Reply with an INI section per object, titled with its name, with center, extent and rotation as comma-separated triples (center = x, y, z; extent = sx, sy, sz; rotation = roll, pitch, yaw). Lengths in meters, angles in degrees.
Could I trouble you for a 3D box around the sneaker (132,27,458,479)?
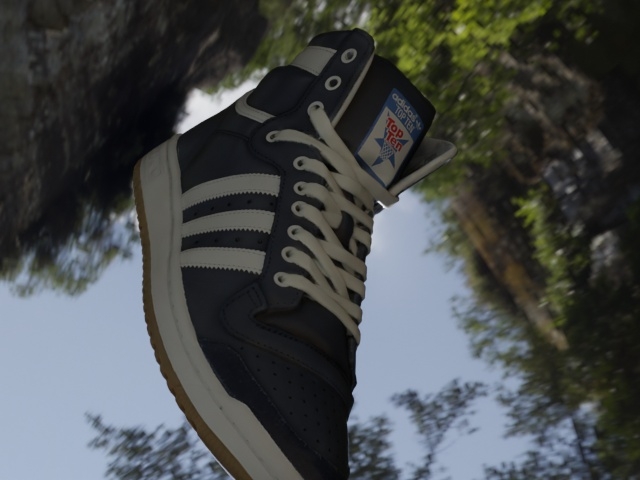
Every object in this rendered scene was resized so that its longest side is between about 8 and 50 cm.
[sneaker]
center = 0.000, 0.000, 0.704
extent = 0.153, 0.282, 0.099
rotation = -34, -55, 10
